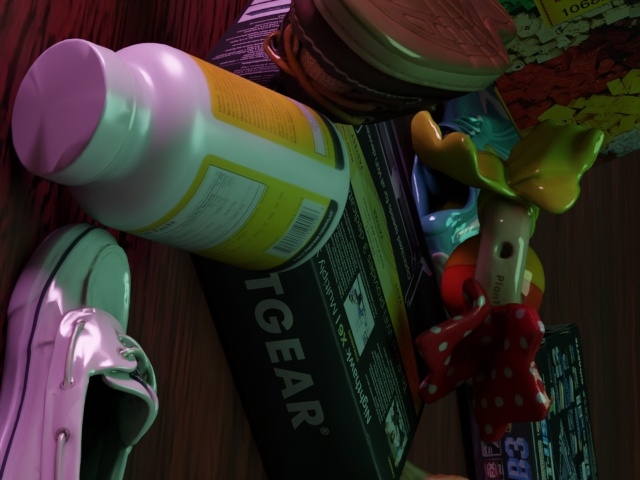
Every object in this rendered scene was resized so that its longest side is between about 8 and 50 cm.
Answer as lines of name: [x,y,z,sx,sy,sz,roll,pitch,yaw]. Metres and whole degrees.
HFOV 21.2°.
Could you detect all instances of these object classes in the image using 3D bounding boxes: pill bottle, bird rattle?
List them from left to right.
pill bottle: [-0.076,-0.048,0.942,0.184,0.103,0.103,20,63,-47]
bird rattle: [0.140,0.033,1.287,0.207,0.143,0.253,78,12,-71]

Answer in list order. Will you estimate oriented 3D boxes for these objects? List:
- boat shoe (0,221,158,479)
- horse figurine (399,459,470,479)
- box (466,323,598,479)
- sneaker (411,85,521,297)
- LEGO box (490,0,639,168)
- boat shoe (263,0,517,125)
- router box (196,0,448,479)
boat shoe: [-0.116,0.083,0.859,0.083,0.076,0.226,61,28,-45]
horse figurine: [0.112,0.236,1.220,0.174,0.066,0.263,37,17,-21]
box: [0.225,0.242,1.747,0.293,0.073,0.295,-8,91,-70]
sneaker: [0.140,-0.073,1.599,0.110,0.107,0.275,55,32,-35]
LEGO box: [0.162,-0.358,1.439,0.372,0.193,0.500,51,21,-55]
boat shoe: [0.034,-0.115,1.041,0.123,0.123,0.342,48,16,-1]
router box: [0.000,0.000,1.203,0.243,0.081,0.309,-63,140,-58]
